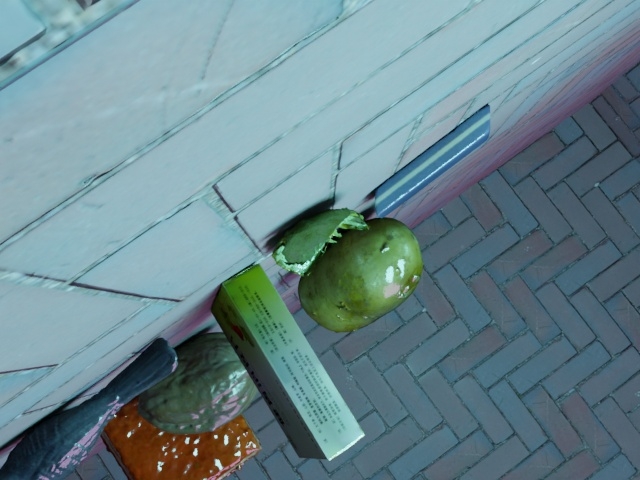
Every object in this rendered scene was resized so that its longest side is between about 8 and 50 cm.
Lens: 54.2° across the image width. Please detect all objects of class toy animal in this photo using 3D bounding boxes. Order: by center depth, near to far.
[{"bbox_3d":[-0.353,0.279,0.880,0.367,0.081,0.206,-38,177,-18],"label":"toy animal"}]

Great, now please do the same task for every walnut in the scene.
[{"bbox_3d":[-0.217,0.260,1.120,0.231,0.178,0.178,-23,172,-8],"label":"walnut"}]

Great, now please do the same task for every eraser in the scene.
[{"bbox_3d":[0.169,-0.114,0.937,0.225,0.036,0.082,-37,174,11],"label":"eraser"}]

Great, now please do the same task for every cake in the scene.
[{"bbox_3d":[-0.309,0.427,1.363,0.270,0.270,0.319,-33,172,-20],"label":"cake"}]

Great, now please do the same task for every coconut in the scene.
[{"bbox_3d":[-0.004,-0.002,0.768,0.133,0.055,0.158,-35,175,-19],"label":"coconut"}]

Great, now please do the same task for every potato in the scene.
[{"bbox_3d":[0.079,0.061,1.148,0.210,0.173,0.307,-30,175,-28],"label":"potato"}]

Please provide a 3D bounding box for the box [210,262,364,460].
[{"bbox_3d":[-0.055,0.174,0.862,0.062,0.260,0.175,-30,172,-22],"label":"box"}]
